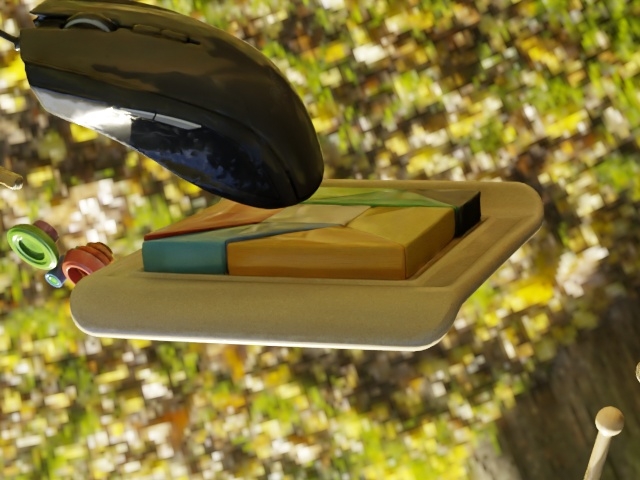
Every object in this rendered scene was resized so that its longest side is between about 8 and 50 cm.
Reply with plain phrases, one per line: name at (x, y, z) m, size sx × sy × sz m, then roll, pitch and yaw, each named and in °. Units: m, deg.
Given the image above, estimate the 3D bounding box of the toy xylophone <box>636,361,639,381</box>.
toy xylophone at (0.365, 0.061, 1.594) m, size 0.081 × 0.236 × 0.323 m, roll 6°, pitch 164°, yaw 18°

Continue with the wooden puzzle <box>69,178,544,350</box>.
wooden puzzle at (0.000, 0.000, 0.965) m, size 0.221 × 0.238 × 0.044 m, roll 2°, pitch 108°, yaw 20°

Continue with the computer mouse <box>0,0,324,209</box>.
computer mouse at (-0.116, -0.081, 0.882) m, size 0.262 × 0.184 × 0.060 m, roll 28°, pitch 129°, yaw -6°

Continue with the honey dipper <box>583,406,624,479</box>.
honey dipper at (0.174, 0.171, 1.080) m, size 0.030 × 0.030 × 0.161 m, roll -4°, pitch 131°, yaw -18°

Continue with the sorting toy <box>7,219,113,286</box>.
sorting toy at (-0.222, 0.009, 1.448) m, size 0.102 × 0.042 × 0.061 m, roll 30°, pitch 145°, yaw 5°
